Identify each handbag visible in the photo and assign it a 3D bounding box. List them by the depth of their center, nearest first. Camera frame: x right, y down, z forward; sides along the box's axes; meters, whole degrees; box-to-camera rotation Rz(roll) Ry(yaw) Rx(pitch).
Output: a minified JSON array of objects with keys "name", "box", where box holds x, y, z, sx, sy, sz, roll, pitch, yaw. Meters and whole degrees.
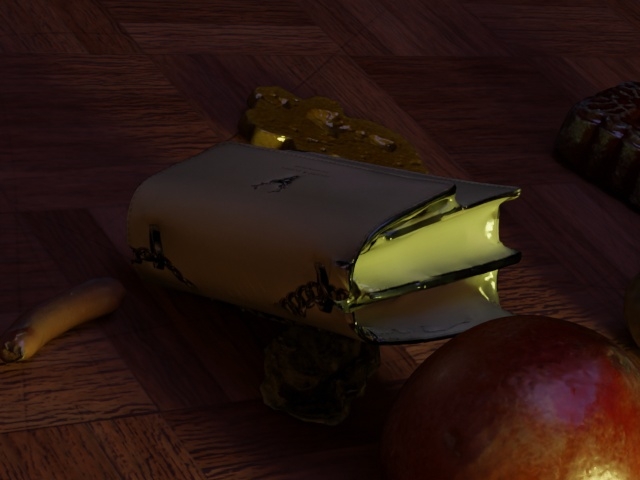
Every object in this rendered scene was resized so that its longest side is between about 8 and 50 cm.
[{"name":"handbag","box":[0.000,0.000,1.770,0.237,0.160,0.359,-15,18,-39]}]

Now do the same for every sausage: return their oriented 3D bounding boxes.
[{"name":"sausage","box":[-0.253,0.076,1.725,0.047,0.040,0.177,38,33,16]}]

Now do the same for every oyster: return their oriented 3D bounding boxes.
[{"name":"oyster","box":[0.000,0.123,1.796,0.125,0.064,0.177,11,38,12]}]

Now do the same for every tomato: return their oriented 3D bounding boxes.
[{"name":"tomato","box":[0.194,0.192,1.613,0.265,0.265,0.265,16,30,-9]}]

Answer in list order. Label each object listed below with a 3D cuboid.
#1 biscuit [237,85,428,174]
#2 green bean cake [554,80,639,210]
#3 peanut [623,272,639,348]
[{"name":"biscuit","box":[0.018,-0.120,2.225,0.249,0.035,0.184,19,30,-5]},{"name":"green bean cake","box":[0.456,-0.124,2.443,0.233,0.097,0.199,37,33,27]},{"name":"peanut","box":[0.425,0.101,2.048,0.141,0.109,0.159,-5,49,-21]}]
